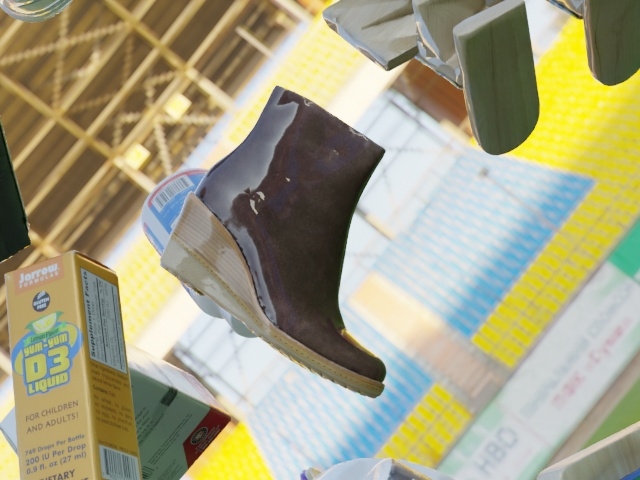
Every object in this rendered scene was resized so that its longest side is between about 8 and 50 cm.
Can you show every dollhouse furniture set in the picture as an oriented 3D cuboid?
[{"bbox_3d":[0.204,-0.258,1.379,0.394,0.362,0.256,-30,-46,-14],"label":"dollhouse furniture set"}]

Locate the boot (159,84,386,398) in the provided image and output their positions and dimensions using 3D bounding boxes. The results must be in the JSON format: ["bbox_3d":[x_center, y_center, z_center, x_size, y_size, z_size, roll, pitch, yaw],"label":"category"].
[{"bbox_3d":[0.000,0.000,1.244,0.207,0.248,0.090,-54,-9,-6],"label":"boot"}]

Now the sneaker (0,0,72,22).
[{"bbox_3d":[-0.249,-0.357,1.526,0.297,0.111,0.129,-51,10,5],"label":"sneaker"}]

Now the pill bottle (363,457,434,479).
[{"bbox_3d":[0.128,0.282,1.087,0.130,0.246,0.130,-61,2,3],"label":"pill bottle"}]

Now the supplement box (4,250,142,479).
[{"bbox_3d":[-0.202,0.130,1.130,0.078,0.233,0.080,-20,-27,18],"label":"supplement box"}]

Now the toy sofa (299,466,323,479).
[{"bbox_3d":[0.042,0.508,2.001,0.177,0.362,0.150,33,-74,-38],"label":"toy sofa"}]

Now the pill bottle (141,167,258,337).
[{"bbox_3d":[-0.119,0.018,1.677,0.124,0.221,0.124,-20,-45,-22],"label":"pill bottle"}]

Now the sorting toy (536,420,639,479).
[{"bbox_3d":[0.306,0.257,1.046,0.089,0.257,0.255,-22,-6,43],"label":"sorting toy"}]

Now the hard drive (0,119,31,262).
[{"bbox_3d":[-0.426,-0.148,1.397,0.064,0.339,0.236,-34,-38,-26],"label":"hard drive"}]

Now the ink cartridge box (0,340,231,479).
[{"bbox_3d":[-0.286,0.257,1.953,0.197,0.114,0.273,-49,-36,2],"label":"ink cartridge box"}]

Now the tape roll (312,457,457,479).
[{"bbox_3d":[0.081,0.372,1.477,0.100,0.286,0.286,-52,-6,-49],"label":"tape roll"}]
